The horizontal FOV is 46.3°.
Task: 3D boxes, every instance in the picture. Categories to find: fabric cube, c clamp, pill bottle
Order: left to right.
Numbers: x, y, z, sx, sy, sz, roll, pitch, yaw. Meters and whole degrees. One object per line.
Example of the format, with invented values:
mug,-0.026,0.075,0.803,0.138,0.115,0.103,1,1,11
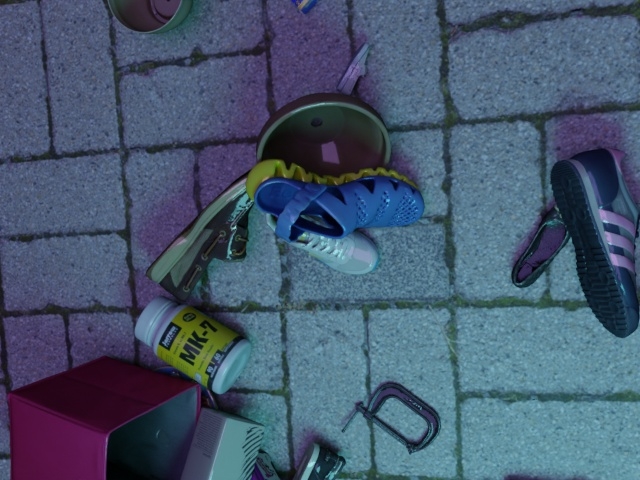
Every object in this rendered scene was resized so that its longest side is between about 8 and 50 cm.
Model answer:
fabric cube,-0.409,0.397,1.432,0.258,0.259,0.254,11,105,28
pill bottle,-0.251,0.200,1.469,0.208,0.119,0.119,28,103,13
c clamp,0.140,0.345,1.416,0.160,0.022,0.137,30,98,14

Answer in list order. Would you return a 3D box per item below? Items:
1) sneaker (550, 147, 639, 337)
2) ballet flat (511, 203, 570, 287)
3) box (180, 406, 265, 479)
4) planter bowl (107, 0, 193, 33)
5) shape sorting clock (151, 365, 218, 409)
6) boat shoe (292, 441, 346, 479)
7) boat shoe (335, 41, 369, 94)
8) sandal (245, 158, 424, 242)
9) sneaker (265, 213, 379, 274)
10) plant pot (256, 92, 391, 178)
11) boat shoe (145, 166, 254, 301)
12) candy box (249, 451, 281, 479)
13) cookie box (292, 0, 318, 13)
sneaker,0.490,0.001,1.234,0.131,0.112,0.319,-22,102,-15
ballet flat,0.388,0.010,1.290,0.057,0.049,0.173,31,103,11
box,-0.203,0.466,1.418,0.113,0.094,0.275,3,74,56
planter bowl,-0.309,-0.469,1.428,0.162,0.109,0.162,2,96,16
shape sorting clock,-0.301,0.359,1.540,0.206,0.040,0.206,2,95,17
boat shoe,-0.028,0.501,1.451,0.079,0.084,0.233,22,108,-12
boat shoe,0.067,-0.312,1.370,0.035,0.035,0.100,28,100,-15
sandal,0.031,-0.051,1.298,0.317,0.138,0.126,1,134,-12
sneaker,0.000,0.000,1.387,0.228,0.092,0.087,26,100,12
plant pot,0.000,-0.182,1.334,0.237,0.237,0.110,-26,46,18
boat shoe,-0.186,-0.010,1.440,0.342,0.123,0.123,-43,97,15
candy box,-0.157,0.551,1.455,0.233,0.071,0.159,-57,36,14
cookie box,-0.036,-0.490,1.378,0.092,0.040,0.107,-44,83,15
